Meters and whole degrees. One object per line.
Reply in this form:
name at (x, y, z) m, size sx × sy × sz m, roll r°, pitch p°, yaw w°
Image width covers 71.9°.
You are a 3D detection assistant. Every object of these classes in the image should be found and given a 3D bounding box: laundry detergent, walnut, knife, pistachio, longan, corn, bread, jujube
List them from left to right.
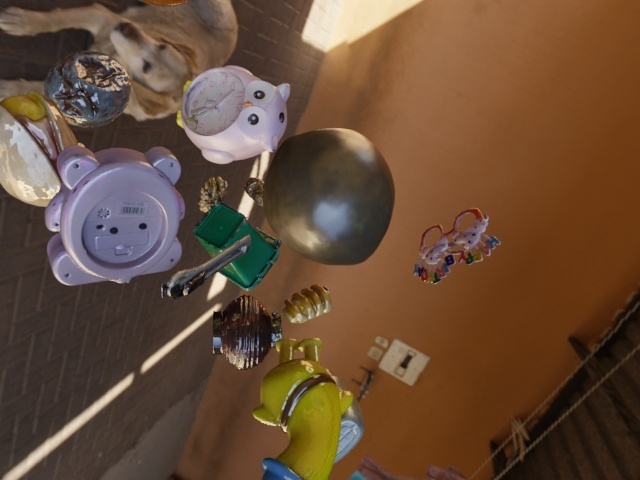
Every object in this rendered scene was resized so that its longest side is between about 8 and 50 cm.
pistachio at (-0.752, -0.232, 1.169) m, size 0.230 × 0.229 × 0.309 m, roll -55°, pitch 157°, yaw -48°
jujube at (-0.813, -0.522, 1.547) m, size 0.215 × 0.247 × 0.308 m, roll -30°, pitch -163°, yaw 31°
knife at (-0.294, 0.069, 1.222) m, size 0.365 × 0.043 × 0.089 m, roll -37°, pitch 159°, yaw -56°
walnut at (-0.464, -0.195, 1.935) m, size 0.142 × 0.069 × 0.170 m, roll -19°, pitch 139°, yaw -47°
corn at (-0.276, -0.216, 1.989) m, size 0.098 × 0.098 × 0.290 m, roll -63°, pitch -152°, yaw 9°
bread at (-0.042, 0.208, 1.464) m, size 0.177 × 0.119 × 0.084 m, roll -23°, pitch 118°, yaw -25°
laundry detergent at (0.024, 0.632, 1.657) m, size 0.264 × 0.124 × 0.398 m, roll -50°, pitch -165°, yaw 10°
longan at (0.026, -0.092, 0.924) m, size 0.289 × 0.288 × 0.350 m, roll -63°, pitch 173°, yaw 15°

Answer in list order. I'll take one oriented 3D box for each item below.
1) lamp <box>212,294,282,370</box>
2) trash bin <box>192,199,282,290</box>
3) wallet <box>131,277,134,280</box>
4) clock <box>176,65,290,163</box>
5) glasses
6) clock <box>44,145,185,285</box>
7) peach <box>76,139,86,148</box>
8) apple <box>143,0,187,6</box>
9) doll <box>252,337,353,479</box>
lamp at (-0.237, 0.297, 1.433) m, size 0.247 × 0.246 × 0.247 m, roll -61°, pitch 174°, yaw -11°
trash bin at (-0.367, 0.012, 2.004) m, size 0.295 × 0.259 × 0.381 m, roll -54°, pitch 153°, yaw -17°
wallet at (-0.773, -0.011, 1.699) m, size 0.237 × 0.342 × 0.075 m, roll -48°, pitch 177°, yaw -39°
clock at (-0.298, -0.457, 1.643) m, size 0.250 × 0.376 × 0.369 m, roll 31°, pitch 70°, yaw -68°
glasses at (0.347, 0.029, 1.129) m, size 0.255 × 0.095 × 0.162 m, roll -35°, pitch -146°, yaw 42°
clock at (-0.457, -0.057, 1.008) m, size 0.295 × 0.113 × 0.323 m, roll -8°, pitch 128°, yaw -37°
peach at (-0.779, -0.275, 1.392) m, size 0.083 × 0.083 × 0.083 m, roll -61°, pitch 174°, yaw -11°
apple at (-0.482, -0.874, 1.280) m, size 0.340 × 0.339 × 0.339 m, roll -61°, pitch 174°, yaw -11°
doll at (-0.031, 0.336, 0.843) m, size 0.363 × 0.199 × 0.145 m, roll -95°, pitch -178°, yaw -51°
